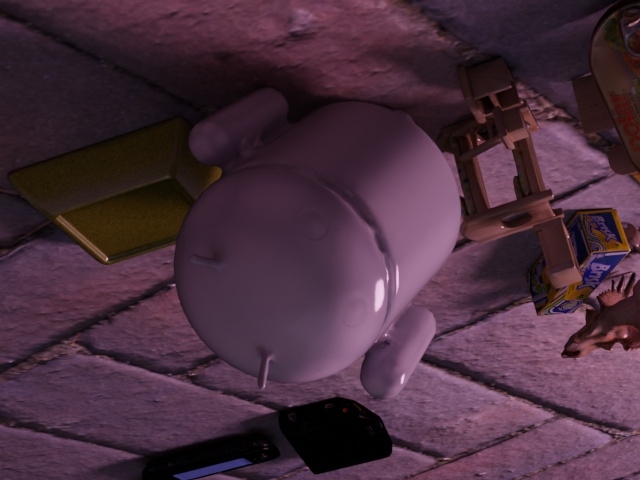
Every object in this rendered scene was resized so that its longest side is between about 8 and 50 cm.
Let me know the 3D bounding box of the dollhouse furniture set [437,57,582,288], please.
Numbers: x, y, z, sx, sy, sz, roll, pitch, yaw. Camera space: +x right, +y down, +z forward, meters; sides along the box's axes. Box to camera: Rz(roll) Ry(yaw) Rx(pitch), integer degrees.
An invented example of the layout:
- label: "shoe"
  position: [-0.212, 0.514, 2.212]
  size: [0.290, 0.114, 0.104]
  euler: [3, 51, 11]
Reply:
- label: "dollhouse furniture set"
  position: [0.166, -0.053, 1.476]
  size: [0.101, 0.181, 0.161]
  euler: [-18, 153, 14]

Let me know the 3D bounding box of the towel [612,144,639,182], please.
- label: "towel"
  position: [0.406, -0.044, 1.703]
  size: [0.237, 0.102, 0.021]
  euler: [30, 88, -54]

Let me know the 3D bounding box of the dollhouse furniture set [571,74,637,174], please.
- label: "dollhouse furniture set"
  position: [0.341, -0.095, 1.541]
  size: [0.123, 0.144, 0.151]
  euler: [-15, 168, 17]

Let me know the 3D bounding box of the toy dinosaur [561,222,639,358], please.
- label: "toy dinosaur"
  position: [0.451, 0.086, 1.875]
  size: [0.296, 0.127, 0.200]
  euler: [7, 158, 12]

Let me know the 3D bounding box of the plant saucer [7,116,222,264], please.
- label: "plant saucer"
  position: [-0.185, -0.036, 1.523]
  size: [0.188, 0.045, 0.188]
  euler: [-17, 153, 11]

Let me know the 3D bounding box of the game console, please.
- label: "game console"
  position: [-0.081, 0.317, 2.267]
  size: [0.361, 0.044, 0.213]
  euler: [-14, 153, 7]

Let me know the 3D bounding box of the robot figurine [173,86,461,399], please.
- label: "robot figurine"
  position: [0.000, 0.000, 1.387]
  size: [0.200, 0.300, 0.353]
  euler: [-36, -177, 36]

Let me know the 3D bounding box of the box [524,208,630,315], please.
- label: "box"
  position: [0.306, 0.028, 1.832]
  size: [0.054, 0.059, 0.169]
  euler: [-5, 153, -19]

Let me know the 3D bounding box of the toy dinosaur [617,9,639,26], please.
- label: "toy dinosaur"
  position: [0.291, -0.231, 1.320]
  size: [0.183, 0.053, 0.092]
  euler: [4, 148, -28]

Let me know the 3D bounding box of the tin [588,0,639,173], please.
- label: "tin"
  position: [0.316, -0.138, 1.414]
  size: [0.106, 0.040, 0.189]
  euler: [-22, 110, 15]
